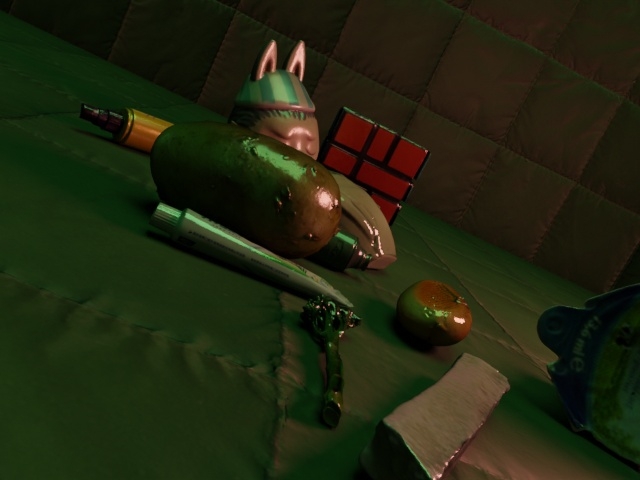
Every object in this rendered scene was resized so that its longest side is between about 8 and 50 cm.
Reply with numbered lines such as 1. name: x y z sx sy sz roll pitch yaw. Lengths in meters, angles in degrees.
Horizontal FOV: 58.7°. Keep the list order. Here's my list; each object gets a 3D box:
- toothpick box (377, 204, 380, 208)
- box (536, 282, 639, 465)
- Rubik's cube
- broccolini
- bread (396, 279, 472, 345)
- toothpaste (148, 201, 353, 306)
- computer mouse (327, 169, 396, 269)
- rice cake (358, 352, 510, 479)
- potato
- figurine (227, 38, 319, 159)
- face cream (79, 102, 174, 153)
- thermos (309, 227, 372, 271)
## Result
1. toothpick box: 0.120 -0.056 1.484 0.047 0.083 0.047 17 19 -6
2. box: 0.469 0.196 0.855 0.291 0.263 0.206 21 -4 24
3. Rubik's cube: 0.125 -0.214 1.701 0.293 0.283 0.288 29 10 -4
4. broccolini: 0.014 0.110 0.611 0.071 0.058 0.254 -17 10 2
5. bread: 0.173 0.115 0.878 0.114 0.078 0.189 8 9 11
6. toothpaste: -0.090 0.026 0.784 0.296 0.048 0.075 26 5 -18
7. computer mouse: -0.021 -0.086 1.175 0.428 0.146 0.228 26 14 2
8. rice cake: 0.127 0.172 0.562 0.072 0.056 0.365 37 14 20
9. potato: -0.107 -0.076 0.859 0.307 0.173 0.210 21 6 -4
10. figurine: -0.095 -0.329 1.504 0.266 0.378 0.361 24 13 -10
11. face cream: -0.366 -0.224 1.190 0.273 0.078 0.078 15 16 -43
12. thermos: -0.001 0.003 1.016 0.187 0.073 0.083 26 -22 -8
